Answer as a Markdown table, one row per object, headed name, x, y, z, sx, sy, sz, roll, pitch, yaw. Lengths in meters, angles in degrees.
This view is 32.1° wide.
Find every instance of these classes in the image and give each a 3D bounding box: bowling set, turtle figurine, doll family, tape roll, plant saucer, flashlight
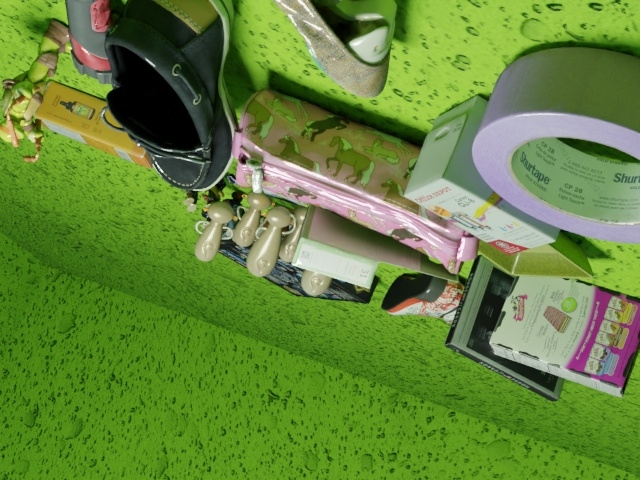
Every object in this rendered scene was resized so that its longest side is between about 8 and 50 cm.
| name | x | y | z | sx | sy | sz | roll | pitch | yaw |
| --- | --- | --- | --- | --- | --- | --- | --- | --- | --- |
| bowling set | -0.091 | -0.036 | 2.112 | 0.287 | 0.200 | 0.154 | 17 | 123 | -12 |
| turtle figurine | -0.468 | -0.238 | 1.797 | 0.087 | 0.217 | 0.269 | 24 | 166 | -1 |
| doll family | -0.203 | -0.080 | 2.174 | 0.076 | 0.111 | 0.193 | -16 | 138 | 13 |
| tape roll | 0.316 | -0.101 | 1.261 | 0.275 | 0.090 | 0.275 | 20 | 160 | 8 |
| plant saucer | 0.313 | -0.003 | 1.749 | 0.188 | 0.045 | 0.188 | 33 | 163 | -30 |
| flashlight | -0.298 | -0.317 | 1.518 | 0.103 | 0.103 | 0.304 | 29 | 161 | -1 |

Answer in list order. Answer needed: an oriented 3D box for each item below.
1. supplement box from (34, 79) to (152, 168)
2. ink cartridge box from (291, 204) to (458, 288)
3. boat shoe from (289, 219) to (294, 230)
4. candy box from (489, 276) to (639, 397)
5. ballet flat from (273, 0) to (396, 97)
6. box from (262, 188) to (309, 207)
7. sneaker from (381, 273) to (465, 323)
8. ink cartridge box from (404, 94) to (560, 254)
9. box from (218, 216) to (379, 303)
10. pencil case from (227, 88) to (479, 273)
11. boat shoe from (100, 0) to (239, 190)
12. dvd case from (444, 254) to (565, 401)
| name | x | y | z | sx | sy | sz | roll | pitch | yaw |
| --- | --- | --- | --- | --- | --- | --- | --- | --- | --- |
| supplement box | -0.409 | -0.215 | 2.070 | 0.233 | 0.078 | 0.080 | 22 | 168 | 8 |
| ink cartridge box | 0.085 | 0.014 | 1.655 | 0.235 | 0.056 | 0.171 | 18 | -155 | -2 |
| boat shoe | 0.000 | 0.000 | 2.185 | 0.083 | 0.076 | 0.226 | 32 | 163 | -29 |
| candy box | 0.425 | 0.151 | 1.889 | 0.233 | 0.159 | 0.071 | 19 | 163 | 22 |
| ballet flat | 0.017 | -0.260 | 1.210 | 0.106 | 0.107 | 0.316 | -5 | 151 | 36 |
| box | -0.019 | -0.090 | 1.977 | 0.207 | 0.036 | 0.114 | 18 | 164 | 22 |
| sneaker | 0.231 | 0.131 | 2.259 | 0.145 | 0.090 | 0.270 | 30 | 162 | -12 |
| ink cartridge box | 0.224 | -0.082 | 1.445 | 0.176 | 0.127 | 0.128 | 28 | 164 | -13 |
| box | -0.069 | 0.044 | 2.455 | 0.295 | 0.073 | 0.293 | 32 | 164 | -30 |
| pencil case | 0.061 | -0.088 | 1.606 | 0.386 | 0.167 | 0.160 | 21 | 161 | 8 |
| boat shoe | -0.215 | -0.190 | 1.550 | 0.187 | 0.156 | 0.500 | 30 | 157 | 7 |
| dvd case | 0.350 | 0.158 | 1.987 | 0.239 | 0.179 | 0.029 | 28 | 159 | -15 |
